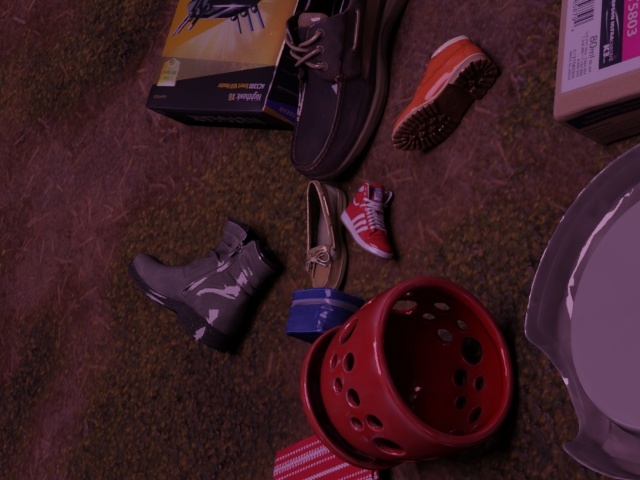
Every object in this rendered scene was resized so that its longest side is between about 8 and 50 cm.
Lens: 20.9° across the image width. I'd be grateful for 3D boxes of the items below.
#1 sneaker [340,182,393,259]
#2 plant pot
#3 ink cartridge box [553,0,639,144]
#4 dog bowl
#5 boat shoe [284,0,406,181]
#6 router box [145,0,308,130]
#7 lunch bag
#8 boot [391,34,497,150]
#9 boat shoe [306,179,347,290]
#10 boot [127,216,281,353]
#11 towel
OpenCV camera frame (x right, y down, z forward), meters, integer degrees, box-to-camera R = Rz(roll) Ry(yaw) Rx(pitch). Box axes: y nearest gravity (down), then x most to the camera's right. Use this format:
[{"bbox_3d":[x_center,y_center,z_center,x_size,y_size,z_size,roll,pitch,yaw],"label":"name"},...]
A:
[{"bbox_3d":[0.067,-0.028,2.117,0.067,0.042,0.118,-60,35,16],"label":"sneaker"},{"bbox_3d":[0.087,0.155,1.882,0.174,0.191,0.191,-34,47,47],"label":"plant pot"},{"bbox_3d":[0.350,-0.240,1.833,0.193,0.088,0.234,-19,57,47],"label":"ink cartridge box"},{"bbox_3d":[0.356,0.071,1.653,0.349,0.102,0.348,-28,52,42],"label":"dog bowl"},{"bbox_3d":[0.012,-0.254,2.229,0.132,0.130,0.355,-1,71,52],"label":"boat shoe"},{"bbox_3d":[-0.103,-0.283,2.431,0.309,0.081,0.242,7,78,53],"label":"router box"},{"bbox_3d":[0.005,0.090,2.114,0.098,0.067,0.065,-5,68,52],"label":"lunch bag"},{"bbox_3d":[0.140,-0.178,2.096,0.158,0.059,0.084,-44,38,16],"label":"boot"},{"bbox_3d":[0.001,-0.001,2.181,0.056,0.048,0.153,-19,58,46],"label":"boat shoe"},{"bbox_3d":[-0.150,0.036,2.345,0.246,0.083,0.161,36,94,47],"label":"boot"},{"bbox_3d":[0.007,0.350,2.009,0.199,0.031,0.274,-29,49,43],"label":"towel"}]
